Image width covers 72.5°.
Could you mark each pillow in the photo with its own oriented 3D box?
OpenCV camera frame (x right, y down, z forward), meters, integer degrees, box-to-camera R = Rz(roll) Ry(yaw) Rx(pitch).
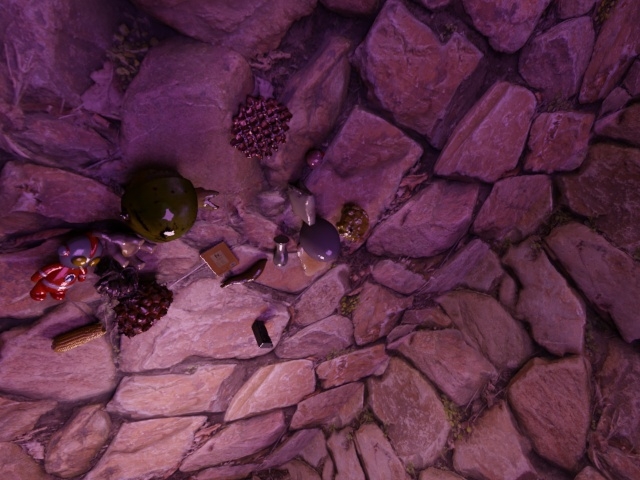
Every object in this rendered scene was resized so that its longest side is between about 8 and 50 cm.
[{"bbox_3d":[-0.075,-0.154,1.857,0.077,0.134,0.181,-32,141,-24],"label":"pillow"}]

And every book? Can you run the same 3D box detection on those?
[{"bbox_3d":[-0.437,0.081,1.905,0.118,0.012,0.172,-31,140,-7],"label":"book"}]

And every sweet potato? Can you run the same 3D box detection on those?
[{"bbox_3d":[-0.343,0.170,2.024,0.249,0.059,0.069,-29,119,-5],"label":"sweet potato"}]

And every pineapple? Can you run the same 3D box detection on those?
[{"bbox_3d":[-0.738,0.190,1.658,0.262,0.262,0.272,-32,128,-6],"label":"pineapple"}]

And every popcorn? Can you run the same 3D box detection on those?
[{"bbox_3d":[0.151,-0.079,2.072,0.173,0.142,0.174,-24,138,-24],"label":"popcorn"}]

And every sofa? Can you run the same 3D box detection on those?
[{"bbox_3d":[-0.296,0.489,2.284,0.085,0.147,0.060,13,123,-39],"label":"sofa"}]

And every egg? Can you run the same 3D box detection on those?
[{"bbox_3d":[0.000,0.000,1.973,0.176,0.232,0.176,-18,141,-16],"label":"egg"}]

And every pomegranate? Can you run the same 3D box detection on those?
[{"bbox_3d":[-0.512,-0.122,1.495,0.340,0.260,0.261,-9,132,-33],"label":"pomegranate"}]

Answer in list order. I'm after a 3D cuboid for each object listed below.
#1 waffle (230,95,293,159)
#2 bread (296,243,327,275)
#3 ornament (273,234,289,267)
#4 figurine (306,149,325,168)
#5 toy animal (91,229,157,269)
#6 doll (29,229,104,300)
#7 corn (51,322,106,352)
[{"bbox_3d":[-0.217,-0.402,1.580,0.221,0.055,0.234,8,117,-38],"label":"waffle"},{"bbox_3d":[-0.022,0.073,2.174,0.181,0.039,0.251,-27,138,-11],"label":"bread"},{"bbox_3d":[-0.182,0.054,2.018,0.074,0.081,0.156,6,128,3],"label":"ornament"},{"bbox_3d":[-0.024,-0.329,1.772,0.066,0.071,0.083,24,109,-1],"label":"figurine"},{"bbox_3d":[-0.675,0.024,1.510,0.168,0.233,0.121,30,81,-6],"label":"toy animal"},{"bbox_3d":[-0.866,0.085,1.527,0.336,0.105,0.199,-46,160,11],"label":"doll"},{"bbox_3d":[-0.980,0.394,1.769,0.206,0.067,0.067,-21,137,-18],"label":"corn"}]
